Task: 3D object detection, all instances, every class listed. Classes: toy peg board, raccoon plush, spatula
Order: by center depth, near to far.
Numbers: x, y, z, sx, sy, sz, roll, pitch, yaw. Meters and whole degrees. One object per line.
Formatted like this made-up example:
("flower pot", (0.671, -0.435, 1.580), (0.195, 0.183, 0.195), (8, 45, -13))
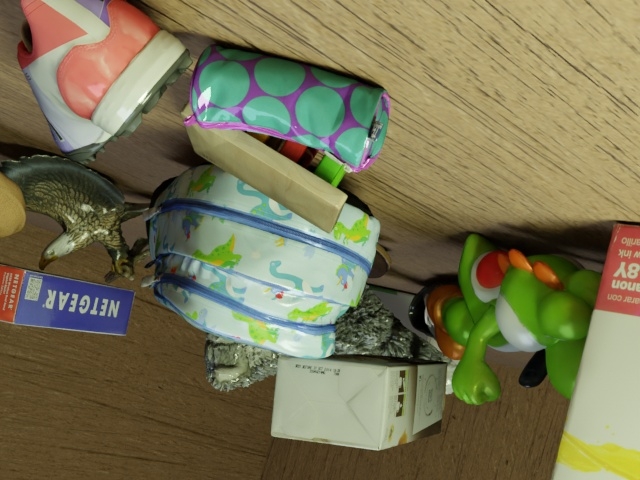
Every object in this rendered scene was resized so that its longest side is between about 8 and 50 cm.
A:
("toy peg board", (-0.036, -0.090, 0.935), (0.160, 0.079, 0.161), (32, 172, 2))
("spatula", (0.316, 0.127, 1.359), (0.084, 0.030, 0.296), (0, -157, 25))
("raccoon plush", (0.004, 0.218, 1.782), (0.446, 0.299, 0.216), (35, 168, 10))

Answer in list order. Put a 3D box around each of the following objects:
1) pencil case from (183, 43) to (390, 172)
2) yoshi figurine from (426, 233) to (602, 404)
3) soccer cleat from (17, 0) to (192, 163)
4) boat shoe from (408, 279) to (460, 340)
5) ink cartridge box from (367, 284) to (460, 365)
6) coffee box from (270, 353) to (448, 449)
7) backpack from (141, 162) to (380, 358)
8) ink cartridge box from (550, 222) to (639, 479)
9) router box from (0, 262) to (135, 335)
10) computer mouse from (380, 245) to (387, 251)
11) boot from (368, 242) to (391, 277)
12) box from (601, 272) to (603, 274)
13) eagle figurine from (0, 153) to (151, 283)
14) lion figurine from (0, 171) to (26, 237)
("pencil case", (-0.024, -0.102, 0.776), (0.151, 0.070, 0.064), (16, 172, 6))
("yoshi figurine", (0.263, 0.113, 1.196), (0.203, 0.204, 0.362), (16, 175, -9))
("soccer cleat", (-0.194, -0.139, 0.820), (0.116, 0.109, 0.318), (41, 168, -15))
("boat shoe", (0.206, 0.131, 1.755), (0.095, 0.112, 0.335), (-1, 174, 3))
("ink cartridge box", (0.208, 0.193, 2.196), (0.201, 0.117, 0.278), (11, 170, 32))
("coffee box", (0.057, 0.194, 1.248), (0.141, 0.098, 0.246), (3, 176, 24))
("backpack", (-0.067, 0.018, 1.185), (0.290, 0.273, 0.355), (25, 157, -14))
("ink cartridge box", (0.372, 0.209, 0.993), (0.160, 0.385, 0.279), (8, 169, 44))
("router box", (-0.516, 0.080, 1.631), (0.301, 0.082, 0.335), (10, 175, 19))
("computer mouse", (0.000, 0.000, 1.547), (0.242, 0.041, 0.071), (20, 172, -22))
("boot", (-0.032, 0.066, 1.431), (0.248, 0.207, 0.090), (20, 151, -9))
("box", (0.392, 0.061, 1.234), (0.094, 0.027, 0.137), (13, 172, 9))
("eagle figurine", (-0.421, -0.049, 1.696), (0.226, 0.225, 0.298), (-34, 106, 27))
("lion figurine", (-0.522, -0.092, 1.441), (0.240, 0.142, 0.392), (2, 159, 21))
